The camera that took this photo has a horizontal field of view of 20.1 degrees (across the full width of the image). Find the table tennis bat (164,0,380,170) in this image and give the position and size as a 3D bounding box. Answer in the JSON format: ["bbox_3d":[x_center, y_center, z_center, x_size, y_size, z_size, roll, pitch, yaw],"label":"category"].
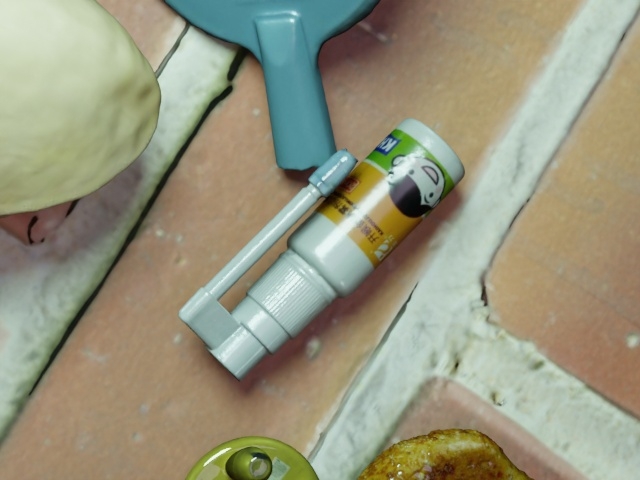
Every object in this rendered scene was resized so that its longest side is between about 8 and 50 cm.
[{"bbox_3d":[-0.038,-0.202,1.209,0.215,0.044,0.329,-3,117,18],"label":"table tennis bat"}]

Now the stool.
[{"bbox_3d":[-0.036,0.200,1.257,0.134,0.110,0.135,-21,99,-12],"label":"stool"}]

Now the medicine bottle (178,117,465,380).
[{"bbox_3d":[0.000,0.000,1.268,0.221,0.061,0.092,-46,128,-7],"label":"medicine bottle"}]

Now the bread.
[{"bbox_3d":[0.092,0.233,1.324,0.193,0.064,0.193,0,91,-21],"label":"bread"}]

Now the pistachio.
[{"bbox_3d":[-0.251,-0.106,1.116,0.318,0.193,0.214,12,76,-29],"label":"pistachio"}]
